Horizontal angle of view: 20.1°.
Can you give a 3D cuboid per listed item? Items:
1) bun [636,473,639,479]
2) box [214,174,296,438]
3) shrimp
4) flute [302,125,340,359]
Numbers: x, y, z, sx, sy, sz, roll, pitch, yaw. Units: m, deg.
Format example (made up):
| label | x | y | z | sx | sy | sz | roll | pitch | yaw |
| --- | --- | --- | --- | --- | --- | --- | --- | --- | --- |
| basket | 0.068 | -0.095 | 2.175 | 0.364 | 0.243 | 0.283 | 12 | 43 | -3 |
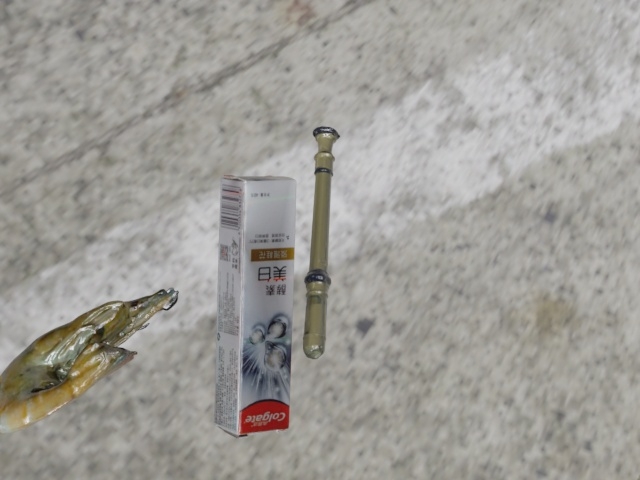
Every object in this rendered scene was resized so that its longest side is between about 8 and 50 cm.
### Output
| label | x | y | z | sx | sy | sz | roll | pitch | yaw |
| --- | --- | --- | --- | --- | --- | --- | --- | --- | --- |
| bun | 0.227 | 0.159 | 0.926 | 0.111 | 0.164 | 0.188 | -34 | 57 | 45 |
| box | -0.055 | 0.054 | 1.520 | 0.039 | 0.055 | 0.218 | 12 | 103 | 56 |
| shrimp | -0.271 | 0.131 | 1.996 | 0.254 | 0.145 | 0.059 | -28 | 114 | 10 |
| flute | 0.000 | 0.000 | 1.631 | 0.027 | 0.233 | 0.027 | 2 | 151 | 1 |
